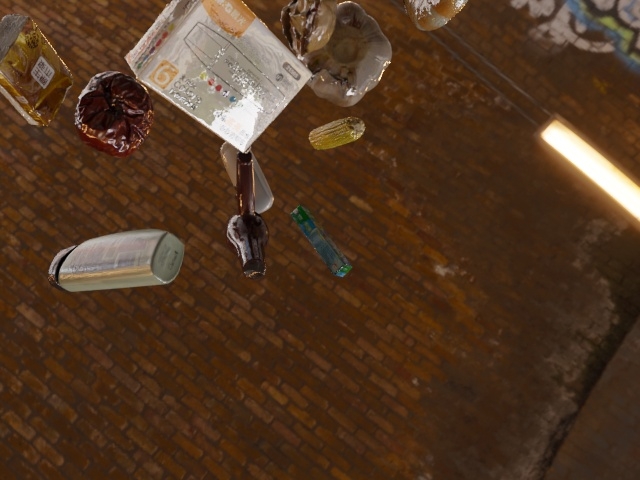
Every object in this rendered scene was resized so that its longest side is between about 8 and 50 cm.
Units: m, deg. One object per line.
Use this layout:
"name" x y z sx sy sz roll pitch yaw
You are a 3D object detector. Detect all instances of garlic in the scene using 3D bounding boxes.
"garlic" 0.067 -0.591 1.724 0.321 0.241 0.322 -3 -84 -37

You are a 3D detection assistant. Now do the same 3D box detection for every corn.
"corn" 0.049 -0.347 1.769 0.081 0.248 0.081 1 -92 -34

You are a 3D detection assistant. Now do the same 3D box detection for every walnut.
"walnut" -0.022 -0.630 1.492 0.141 0.238 0.204 -16 -110 -17

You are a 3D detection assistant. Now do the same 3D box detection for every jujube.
"jujube" -0.601 -0.368 1.597 0.212 0.213 0.232 22 -98 -9

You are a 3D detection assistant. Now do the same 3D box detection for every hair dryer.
"hair dryer" -0.191 -0.100 1.412 0.123 0.341 0.312 -4 -159 -11

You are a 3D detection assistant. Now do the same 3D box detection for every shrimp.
"shrimp" 0.229 -0.481 1.004 0.068 0.287 0.186 13 -101 -17

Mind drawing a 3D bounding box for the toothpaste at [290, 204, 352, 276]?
"toothpaste" 0.000 0.000 1.712 0.267 0.050 0.065 54 -162 28

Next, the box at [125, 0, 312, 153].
"box" -0.178 -0.317 0.994 0.273 0.221 0.091 29 -163 -46

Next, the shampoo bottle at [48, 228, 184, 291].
"shampoo bottle" -0.459 0.042 1.206 0.078 0.359 0.134 45 -132 -46

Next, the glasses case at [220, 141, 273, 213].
"glasses case" -0.219 -0.191 1.609 0.234 0.092 0.059 63 -160 -1

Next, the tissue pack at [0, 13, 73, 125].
"tissue pack" -0.754 -0.434 1.400 0.091 0.226 0.184 10 -115 14
